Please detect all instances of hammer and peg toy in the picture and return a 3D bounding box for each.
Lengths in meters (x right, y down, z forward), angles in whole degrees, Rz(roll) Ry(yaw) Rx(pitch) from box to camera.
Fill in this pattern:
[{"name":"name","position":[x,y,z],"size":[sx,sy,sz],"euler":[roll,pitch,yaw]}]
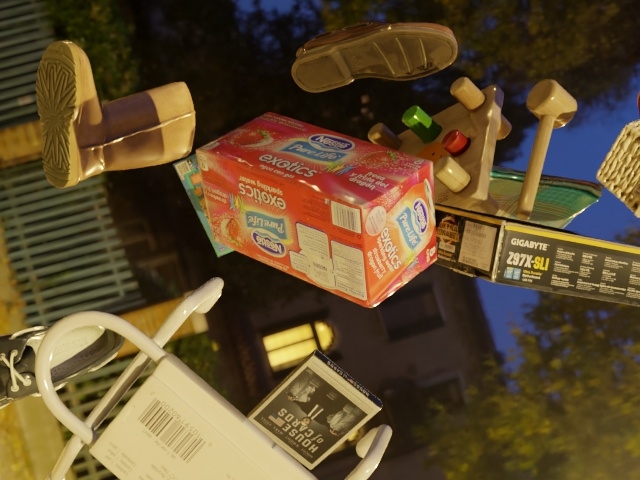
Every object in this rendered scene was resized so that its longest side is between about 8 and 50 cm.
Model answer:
[{"name":"hammer and peg toy","position":[0.209,-0.128,1.595],"size":[0.127,0.361,0.265],"euler":[40,46,-26]}]

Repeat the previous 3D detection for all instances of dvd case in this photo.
[{"name":"dvd case","position":[-0.015,0.349,2.082],"size":[0.179,0.238,0.029],"euler":[39,30,-7]}]

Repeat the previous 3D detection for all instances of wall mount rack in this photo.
[{"name":"wall mount rack","position":[-0.112,0.214,0.907],"size":[0.350,0.304,0.130],"euler":[41,19,2]}]

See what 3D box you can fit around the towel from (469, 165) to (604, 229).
[{"name":"towel","position":[0.344,-0.062,2.055],"size":[0.271,0.370,0.040],"euler":[129,-38,-53]}]

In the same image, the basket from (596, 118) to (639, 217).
[{"name":"basket","position":[0.497,-0.117,1.492],"size":[0.103,0.167,0.113],"euler":[42,-50,26]}]

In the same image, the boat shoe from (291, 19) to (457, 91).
[{"name":"boat shoe","position":[0.096,-0.350,1.815],"size":[0.104,0.308,0.110],"euler":[-73,151,-42]}]

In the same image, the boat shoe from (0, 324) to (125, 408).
[{"name":"boat shoe","position":[-0.445,0.184,1.563],"size":[0.091,0.303,0.114],"euler":[-15,-82,56]}]

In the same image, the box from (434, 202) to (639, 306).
[{"name":"box","position":[0.282,0.018,1.298],"size":[0.257,0.322,0.079],"euler":[16,-84,65]}]

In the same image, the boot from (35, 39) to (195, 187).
[{"name":"boot","position":[-0.310,-0.213,1.587],"size":[0.089,0.270,0.236],"euler":[28,-58,29]}]

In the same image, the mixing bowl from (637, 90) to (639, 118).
[{"name":"mixing bowl","position":[0.668,-0.215,1.878],"size":[0.181,0.182,0.098],"euler":[95,16,-59]}]

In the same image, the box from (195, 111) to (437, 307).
[{"name":"box","position":[-0.006,-0.042,1.140],"size":[0.257,0.123,0.128],"euler":[21,-50,38]}]

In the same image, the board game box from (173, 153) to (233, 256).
[{"name":"board game box","position":[-0.182,-0.089,2.024],"size":[0.160,0.047,0.210],"euler":[-20,-83,35]}]
